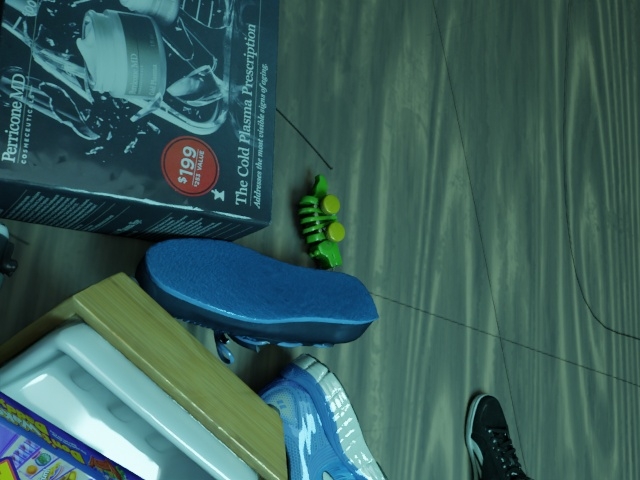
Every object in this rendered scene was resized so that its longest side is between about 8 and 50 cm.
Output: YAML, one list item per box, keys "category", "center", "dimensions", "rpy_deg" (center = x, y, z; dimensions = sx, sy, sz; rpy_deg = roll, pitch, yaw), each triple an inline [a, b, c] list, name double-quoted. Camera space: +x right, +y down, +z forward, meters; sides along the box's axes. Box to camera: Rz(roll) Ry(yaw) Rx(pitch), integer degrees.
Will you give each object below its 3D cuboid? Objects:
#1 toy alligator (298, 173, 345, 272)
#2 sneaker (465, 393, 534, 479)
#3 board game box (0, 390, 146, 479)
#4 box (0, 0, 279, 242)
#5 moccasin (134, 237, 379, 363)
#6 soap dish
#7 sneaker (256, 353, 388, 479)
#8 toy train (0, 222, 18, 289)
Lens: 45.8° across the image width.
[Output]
- category: "toy alligator"
  center: [0.000, 0.000, 1.068]
  dimensions: [0.051, 0.056, 0.189]
  rpy_deg: [-6, 83, -34]
- category: "sneaker"
  center: [0.289, 0.342, 1.145]
  dimensions: [0.079, 0.121, 0.216]
  rpy_deg: [8, 75, -33]
- category: "board game box"
  center: [-0.344, 0.314, 0.666]
  dimensions: [0.347, 0.078, 0.233]
  rpy_deg: [-50, 120, -7]
- category: "box"
  center: [-0.226, -0.185, 0.887]
  dimensions: [0.313, 0.179, 0.343]
  rpy_deg: [8, 75, -30]
- category: "moccasin"
  center: [-0.077, 0.095, 0.946]
  dimensions: [0.342, 0.117, 0.137]
  rpy_deg: [18, 40, -33]
- category: "soap dish"
  center: [-0.197, 0.178, 0.810]
  dimensions: [0.291, 0.229, 0.118]
  rpy_deg: [46, 41, -16]
- category: "sneaker"
  center: [0.002, 0.316, 0.980]
  dimensions: [0.147, 0.130, 0.330]
  rpy_deg: [-29, 99, -15]
- category: "toy train"
  center: [-0.421, 0.104, 0.729]
  dimensions: [0.190, 0.142, 0.334]
  rpy_deg: [26, 68, -37]
